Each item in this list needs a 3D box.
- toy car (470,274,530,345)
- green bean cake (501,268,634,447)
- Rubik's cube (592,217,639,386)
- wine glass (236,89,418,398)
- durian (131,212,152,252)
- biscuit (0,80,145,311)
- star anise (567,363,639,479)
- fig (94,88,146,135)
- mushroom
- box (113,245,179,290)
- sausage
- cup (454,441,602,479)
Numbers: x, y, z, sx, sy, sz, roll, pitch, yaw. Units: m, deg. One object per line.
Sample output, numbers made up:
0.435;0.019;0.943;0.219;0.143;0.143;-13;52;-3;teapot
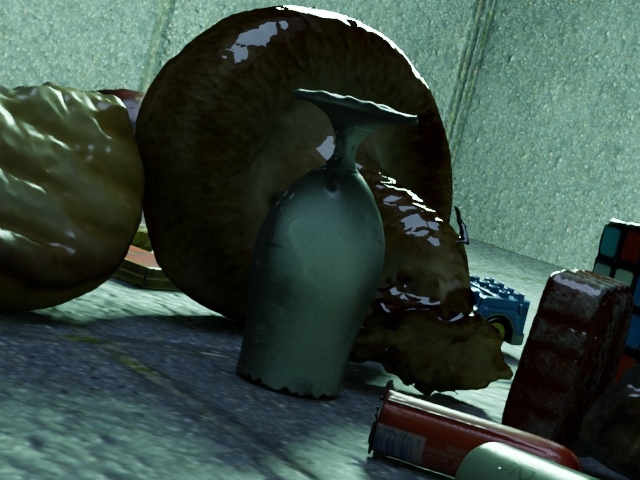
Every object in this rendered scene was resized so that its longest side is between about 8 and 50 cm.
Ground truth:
0.142;0.060;1.396;0.191;0.100;0.097;7;11;-27;toy car
0.193;0.091;0.965;0.056;0.135;0.136;17;6;24;green bean cake
0.343;0.095;1.088;0.187;0.182;0.184;12;5;-18;Rubik's cube
0.000;0.000;0.945;0.103;0.222;0.103;15;4;-1;wine glass
-0.240;-0.036;1.487;0.224;0.140;0.078;3;-37;-11;durian
-0.253;-0.046;0.979;0.091;0.213;0.274;-27;-24;31;biscuit
0.291;0.145;0.847;0.236;0.109;0.223;13;9;-35;star anise
-0.222;-0.097;1.646;0.250;0.186;0.204;5;-9;-31;fig
-0.005;-0.054;1.141;0.331;0.334;0.356;14;-6;-18;mushroom
-0.194;0.024;1.302;0.133;0.023;0.090;18;4;37;box
0.103;0.130;0.786;0.145;0.050;0.048;15;-36;17;sausage
0.105;0.147;0.662;0.054;0.075;0.083;52;-17;-25;cup
